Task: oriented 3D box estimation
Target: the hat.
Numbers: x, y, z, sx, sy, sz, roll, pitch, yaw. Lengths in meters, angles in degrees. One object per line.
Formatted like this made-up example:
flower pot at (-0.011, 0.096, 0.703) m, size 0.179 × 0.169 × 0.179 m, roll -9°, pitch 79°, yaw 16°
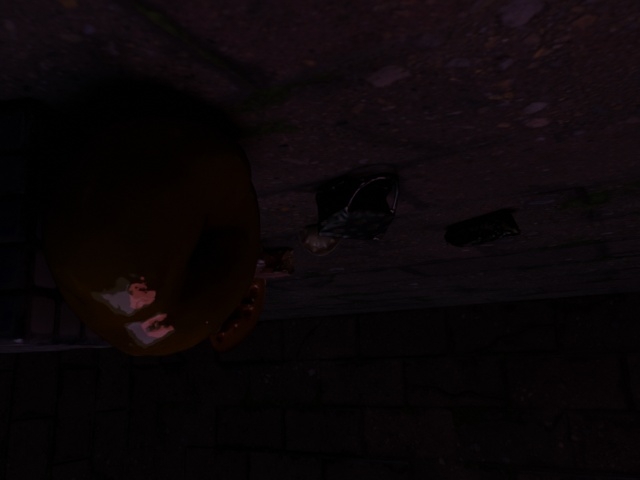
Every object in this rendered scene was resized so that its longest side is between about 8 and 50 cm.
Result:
hat at (-0.301, 0.147, 1.331) m, size 0.233 × 0.244 × 0.233 m, roll 7°, pitch 164°, yaw 25°

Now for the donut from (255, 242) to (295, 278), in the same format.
donut at (-0.135, 0.046, 1.167) m, size 0.117 × 0.065 × 0.166 m, roll -9°, pitch 164°, yaw 22°

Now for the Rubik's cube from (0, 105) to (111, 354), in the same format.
Rubik's cube at (-0.359, 0.008, 0.601) m, size 0.237 × 0.237 × 0.238 m, roll -5°, pitch 167°, yaw 7°

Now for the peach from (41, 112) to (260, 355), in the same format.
peach at (-0.158, -0.009, 0.546) m, size 0.153 × 0.251 × 0.251 m, roll 19°, pitch 179°, yaw 31°

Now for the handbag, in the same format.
handbag at (0.066, -0.062, 0.754) m, size 0.115 × 0.072 × 0.139 m, roll 6°, pitch 152°, yaw -22°

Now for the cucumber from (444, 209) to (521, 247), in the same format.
cucumber at (0.300, -0.016, 0.990) m, size 0.053 × 0.053 × 0.181 m, roll 6°, pitch 166°, yaw -30°

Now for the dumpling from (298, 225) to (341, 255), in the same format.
dumpling at (-0.001, 0.000, 1.002) m, size 0.077 × 0.059 × 0.043 m, roll 5°, pitch 157°, yaw -21°
